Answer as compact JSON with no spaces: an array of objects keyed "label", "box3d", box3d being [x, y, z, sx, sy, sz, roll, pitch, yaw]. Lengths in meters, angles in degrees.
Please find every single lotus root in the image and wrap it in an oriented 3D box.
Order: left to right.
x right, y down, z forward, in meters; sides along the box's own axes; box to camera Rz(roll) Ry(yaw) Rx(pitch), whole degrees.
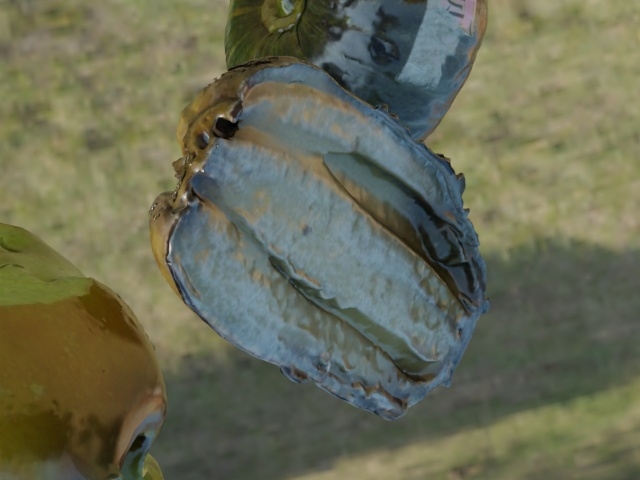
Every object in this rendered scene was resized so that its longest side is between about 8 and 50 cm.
[{"label":"lotus root","box3d":[0.000,0.000,1.116,0.078,0.167,0.329,26,171,36]}]

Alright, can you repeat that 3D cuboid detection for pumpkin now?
[{"label":"pumpkin","box3d":[0.037,-0.184,1.618,0.189,0.260,0.260,17,147,-34]}]

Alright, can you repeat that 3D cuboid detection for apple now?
[{"label":"apple","box3d":[-0.269,0.156,1.394,0.384,0.374,0.374,-51,-173,-36]}]
